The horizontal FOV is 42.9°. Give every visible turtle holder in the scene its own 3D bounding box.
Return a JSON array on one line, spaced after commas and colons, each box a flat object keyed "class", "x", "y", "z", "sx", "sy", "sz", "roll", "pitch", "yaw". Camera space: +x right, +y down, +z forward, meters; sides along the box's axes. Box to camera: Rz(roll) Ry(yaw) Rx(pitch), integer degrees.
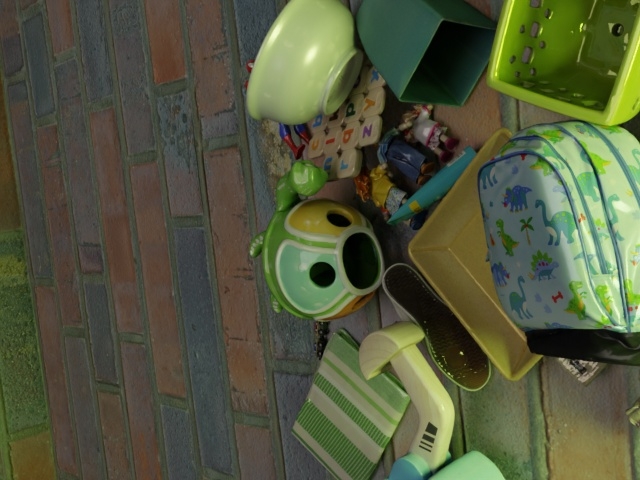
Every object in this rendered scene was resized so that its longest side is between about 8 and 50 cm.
[{"class": "turtle holder", "x": 0.015, "y": 0.007, "z": 1.683, "sx": 0.227, "sy": 0.243, "sz": 0.321, "roll": -1, "pitch": 84, "yaw": 53}]

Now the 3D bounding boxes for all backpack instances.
[{"class": "backpack", "x": 0.376, "y": -0.002, "z": 1.201, "sx": 0.290, "sy": 0.273, "sz": 0.356, "roll": 172, "pitch": 102, "yaw": -71}]

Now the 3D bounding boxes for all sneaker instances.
[{"class": "sneaker", "x": 0.232, "y": 0.165, "z": 1.612, "sx": 0.106, "sy": 0.123, "sz": 0.290, "roll": -36, "pitch": 84, "yaw": 0}]

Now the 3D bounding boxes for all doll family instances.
[{"class": "doll family", "x": 0.144, "y": -0.147, "z": 1.606, "sx": 0.163, "sy": 0.118, "sz": 0.263, "roll": 41, "pitch": 125, "yaw": 33}]

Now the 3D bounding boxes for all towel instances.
[{"class": "towel", "x": 0.063, "y": 0.394, "z": 1.855, "sx": 0.248, "sy": 0.038, "sz": 0.325, "roll": 40, "pitch": 122, "yaw": 32}]

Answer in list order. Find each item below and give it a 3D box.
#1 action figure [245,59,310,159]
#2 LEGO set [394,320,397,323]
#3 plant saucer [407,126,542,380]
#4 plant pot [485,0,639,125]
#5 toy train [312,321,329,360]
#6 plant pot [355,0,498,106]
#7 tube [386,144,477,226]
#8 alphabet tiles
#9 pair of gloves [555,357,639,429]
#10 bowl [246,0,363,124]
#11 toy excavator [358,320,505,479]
[{"class": "action figure", "x": -0.081, "y": -0.330, "z": 1.827, "sx": 0.280, "sy": 0.091, "sz": 0.139, "roll": 53, "pitch": 138, "yaw": 24}, {"class": "LEGO set", "x": 0.159, "y": 0.214, "z": 1.727, "sx": 0.054, "sy": 0.023, "sz": 0.083, "roll": -25, "pitch": 79, "yaw": 45}, {"class": "plant saucer", "x": 0.351, "y": 0.024, "z": 1.452, "sx": 0.333, "sy": 0.081, "sz": 0.333, "roll": 54, "pitch": 130, "yaw": 25}, {"class": "plant pot", "x": 0.418, "y": -0.311, "z": 1.227, "sx": 0.227, "sy": 0.207, "sz": 0.228, "roll": 30, "pitch": 119, "yaw": 39}, {"class": "toy train", "x": 0.000, "y": 0.201, "z": 1.888, "sx": 0.036, "sy": 0.027, "sz": 0.158, "roll": 18, "pitch": 110, "yaw": 47}, {"class": "plant pot", "x": 0.179, "y": -0.387, "z": 1.500, "sx": 0.234, "sy": 0.165, "sz": 0.166, "roll": 56, "pitch": 132, "yaw": 34}, {"class": "tube", "x": 0.211, "y": -0.094, "z": 1.522, "sx": 0.207, "sy": 0.080, "sz": 0.052, "roll": -38, "pitch": 72, "yaw": 10}, {"class": "alphabet tiles", "x": 0.057, "y": -0.262, "z": 1.663, "sx": 0.278, "sy": 0.021, "sz": 0.284, "roll": -5, "pitch": 75, "yaw": 60}, {"class": "pair of gloves", "x": 0.529, "y": 0.194, "z": 1.323, "sx": 0.240, "sy": 0.042, "sz": 0.204, "roll": 40, "pitch": 118, "yaw": 26}, {"class": "bowl", "x": -0.008, "y": -0.337, "z": 1.586, "sx": 0.134, "sy": 0.298, "sz": 0.298, "roll": 31, "pitch": 121, "yaw": 12}, {"class": "toy excavator", "x": 0.220, "y": 0.429, "z": 1.542, "sx": 0.433, "sy": 0.222, "sz": 0.445, "roll": 36, "pitch": 125, "yaw": 35}]
